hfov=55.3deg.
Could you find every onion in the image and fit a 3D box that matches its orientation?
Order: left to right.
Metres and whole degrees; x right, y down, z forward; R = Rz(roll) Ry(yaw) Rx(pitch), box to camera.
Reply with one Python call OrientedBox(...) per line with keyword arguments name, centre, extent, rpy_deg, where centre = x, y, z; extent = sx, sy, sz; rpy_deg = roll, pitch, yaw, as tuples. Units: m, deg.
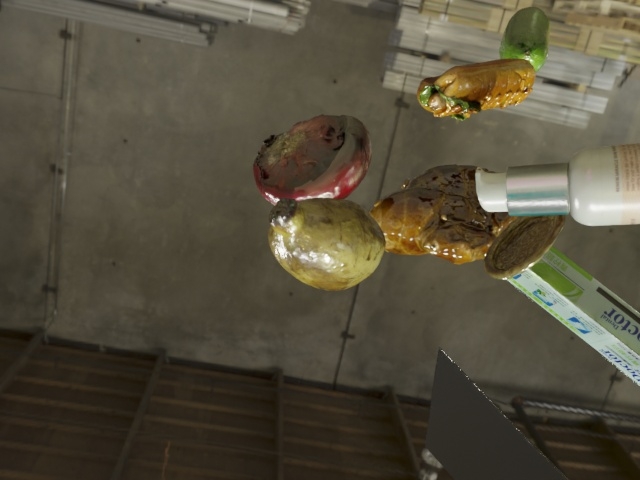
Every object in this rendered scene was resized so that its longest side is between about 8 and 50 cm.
OrientedBox(name="onion", centre=(-0.003, -0.152, 1.344), extent=(0.272, 0.195, 0.272), rpy_deg=(-16, -137, 15))

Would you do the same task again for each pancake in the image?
OrientedBox(name="pancake", centre=(0.233, 0.000, 0.702), extent=(0.011, 0.115, 0.115), rpy_deg=(41, -168, -14))

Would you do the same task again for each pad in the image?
OrientedBox(name="pad", centre=(0.113, 0.151, 0.384), extent=(0.004, 0.190, 0.127), rpy_deg=(-34, -121, -15))

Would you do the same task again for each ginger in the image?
OrientedBox(name="ginger", centre=(0.289, -0.067, 1.339), extent=(0.274, 0.152, 0.357), rpy_deg=(15, -146, 40))

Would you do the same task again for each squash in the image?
OrientedBox(name="squash", centre=(0.465, -0.452, 1.385), extent=(0.107, 0.107, 0.395), rpy_deg=(15, -143, 10))

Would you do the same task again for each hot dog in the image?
OrientedBox(name="hot dog", centre=(0.176, -0.165, 0.672), extent=(0.188, 0.055, 0.072), rpy_deg=(-20, -176, -39))

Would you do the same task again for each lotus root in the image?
OrientedBox(name="lotus root", centre=(0.000, 0.000, 0.823), extent=(0.138, 0.138, 0.214), rpy_deg=(27, -177, 39))

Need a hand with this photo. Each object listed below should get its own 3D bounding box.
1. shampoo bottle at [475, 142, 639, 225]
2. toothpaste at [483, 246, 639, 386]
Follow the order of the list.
OrientedBox(name="shampoo bottle", centre=(0.245, -0.048, 0.567), extent=(0.192, 0.074, 0.074), rpy_deg=(-4, -168, 21))
OrientedBox(name="toothpaste", centre=(0.426, 0.107, 0.991), extent=(0.336, 0.067, 0.081), rpy_deg=(39, 164, 8))
